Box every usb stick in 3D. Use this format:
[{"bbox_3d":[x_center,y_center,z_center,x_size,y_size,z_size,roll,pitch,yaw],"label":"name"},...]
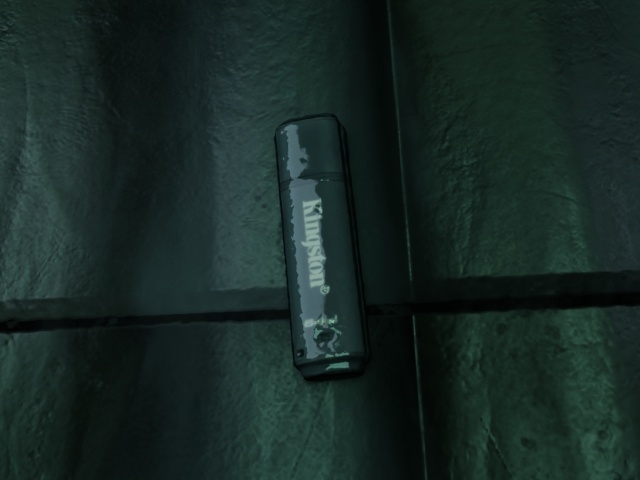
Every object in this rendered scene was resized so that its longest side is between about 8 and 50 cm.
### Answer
[{"bbox_3d":[0.000,0.000,0.840,0.077,0.045,0.277,-6,68,1],"label":"usb stick"}]
